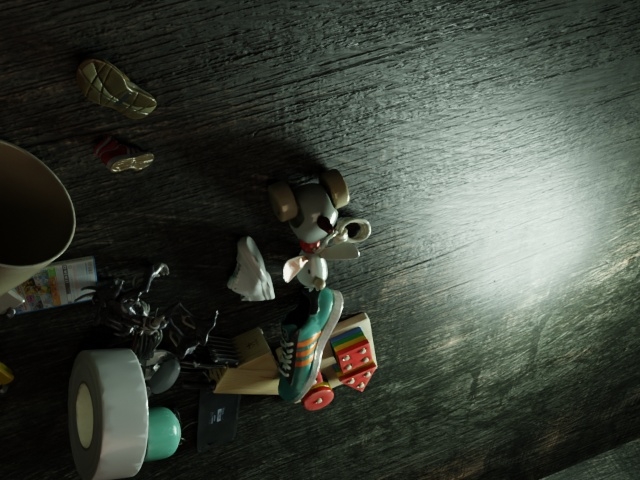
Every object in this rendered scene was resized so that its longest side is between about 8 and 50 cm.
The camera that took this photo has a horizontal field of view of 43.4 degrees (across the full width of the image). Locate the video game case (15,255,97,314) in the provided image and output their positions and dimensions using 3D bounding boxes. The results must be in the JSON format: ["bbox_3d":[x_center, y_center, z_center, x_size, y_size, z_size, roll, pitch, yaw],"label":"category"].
[{"bbox_3d":[-0.537,0.090,1.623,0.166,0.015,0.119,-11,138,-20],"label":"video game case"}]

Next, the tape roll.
[{"bbox_3d":[-0.469,0.377,1.758,0.100,0.286,0.286,0,132,-31],"label":"tape roll"}]

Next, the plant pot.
[{"bbox_3d":[-0.595,0.008,1.351,0.256,0.256,0.274,16,135,-40],"label":"plant pot"}]

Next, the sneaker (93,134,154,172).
[{"bbox_3d":[-0.356,-0.159,1.452,0.042,0.067,0.118,-53,164,23],"label":"sneaker"}]

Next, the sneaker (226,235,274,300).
[{"bbox_3d":[-0.166,0.075,1.779,0.094,0.080,0.212,-14,141,1],"label":"sneaker"}]

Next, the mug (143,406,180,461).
[{"bbox_3d":[-0.417,0.480,2.030,0.097,0.158,0.129,-1,109,-32],"label":"mug"}]

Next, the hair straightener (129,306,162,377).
[{"bbox_3d":[-0.390,0.255,1.816,0.047,0.089,0.230,-24,138,-63],"label":"hair straightener"}]

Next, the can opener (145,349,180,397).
[{"bbox_3d":[-0.430,0.359,1.916,0.074,0.093,0.280,11,131,-38],"label":"can opener"}]

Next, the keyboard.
[{"bbox_3d":[-0.310,0.466,2.137,0.202,0.033,0.317,-15,138,-26],"label":"keyboard"}]

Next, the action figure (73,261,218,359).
[{"bbox_3d":[-0.365,0.140,1.686,0.276,0.141,0.164,28,127,-16],"label":"action figure"}]

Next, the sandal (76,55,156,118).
[{"bbox_3d":[-0.344,-0.259,1.346,0.072,0.049,0.180,-34,155,15],"label":"sandal"}]

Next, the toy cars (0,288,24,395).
[{"bbox_3d":[-0.694,0.201,1.600,0.176,0.087,0.393,7,125,-20],"label":"toy cars"}]

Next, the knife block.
[{"bbox_3d":[-0.229,0.327,1.992,0.242,0.088,0.275,-24,140,-4],"label":"knife block"}]

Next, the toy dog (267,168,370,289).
[{"bbox_3d":[0.000,0.000,1.721,0.220,0.161,0.333,-31,140,3],"label":"toy dog"}]

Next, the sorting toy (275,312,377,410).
[{"bbox_3d":[0.034,0.344,2.158,0.257,0.089,0.255,-22,140,-8],"label":"sorting toy"}]

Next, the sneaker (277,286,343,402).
[{"bbox_3d":[-0.057,0.246,1.958,0.121,0.108,0.302,18,97,-30],"label":"sneaker"}]
